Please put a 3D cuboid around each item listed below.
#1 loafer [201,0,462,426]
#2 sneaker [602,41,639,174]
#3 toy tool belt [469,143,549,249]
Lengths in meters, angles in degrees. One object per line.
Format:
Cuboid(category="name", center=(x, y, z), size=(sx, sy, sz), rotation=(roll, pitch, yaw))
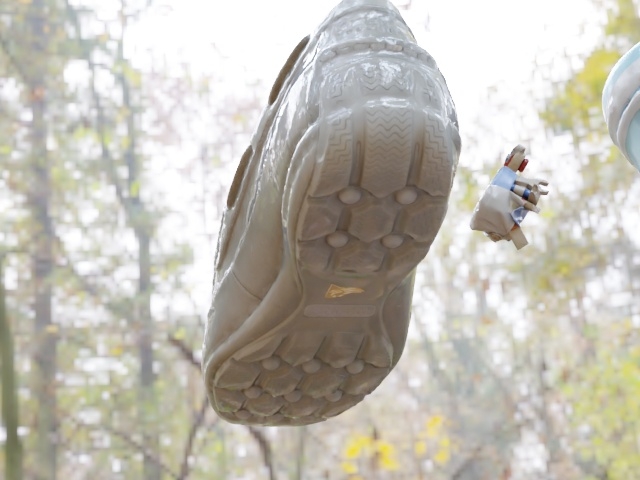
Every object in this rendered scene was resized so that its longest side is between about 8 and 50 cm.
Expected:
Cuboid(category="loafer", center=(0.000, 0.000, 0.829), size=(0.112, 0.111, 0.319), rotation=(5, -35, -15))
Cuboid(category="sneaker", center=(0.331, -0.043, 0.826), size=(0.319, 0.208, 0.127), rotation=(-17, -37, 7))
Cuboid(category="toy tool belt", center=(0.160, -0.033, 1.249), size=(0.051, 0.083, 0.052), rotation=(30, -29, 7))
